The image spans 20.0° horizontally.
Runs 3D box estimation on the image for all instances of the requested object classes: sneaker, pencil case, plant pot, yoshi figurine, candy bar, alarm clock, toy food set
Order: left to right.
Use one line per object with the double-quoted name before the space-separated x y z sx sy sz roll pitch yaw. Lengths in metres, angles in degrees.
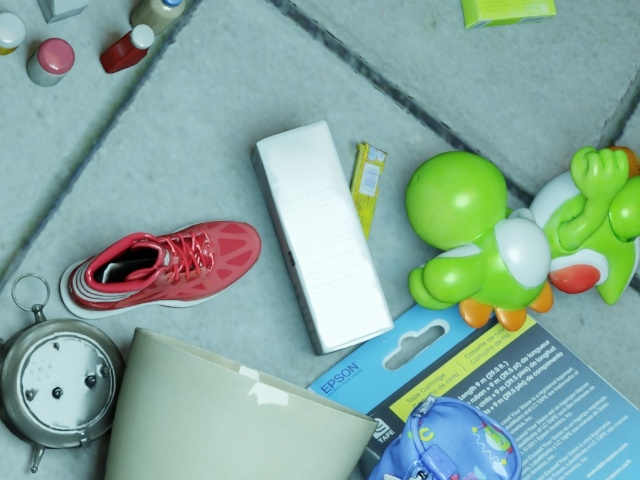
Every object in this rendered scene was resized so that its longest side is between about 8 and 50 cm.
"alarm clock" -0.264 0.124 1.806 0.129 0.064 0.192 -19 88 -22
"toy food set" -0.224 -0.235 1.872 0.232 0.104 0.111 -22 89 -25
"sneaker" -0.144 0.026 1.841 0.221 0.128 0.087 -20 89 -23
"plant pot" -0.109 0.257 1.769 0.256 0.256 0.274 21 88 -18
"candy bar" 0.043 -0.032 1.992 0.040 0.018 0.162 18 73 -20
"pencil case" 0.070 0.280 1.782 0.133 0.306 0.119 -16 61 -47
"yoshi figurine" 0.235 -0.045 1.975 0.362 0.204 0.203 -20 48 -31

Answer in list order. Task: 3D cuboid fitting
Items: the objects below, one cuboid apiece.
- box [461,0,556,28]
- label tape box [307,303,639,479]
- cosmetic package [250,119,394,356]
"box" 0.205 -0.339 2.107 0.109 0.042 0.178 -8 84 -24
"label tape box" 0.189 0.224 1.932 0.249 0.115 0.347 -35 59 -24
"cosmetic package" 0.000 0.000 1.907 0.085 0.117 0.231 -19 86 -7
